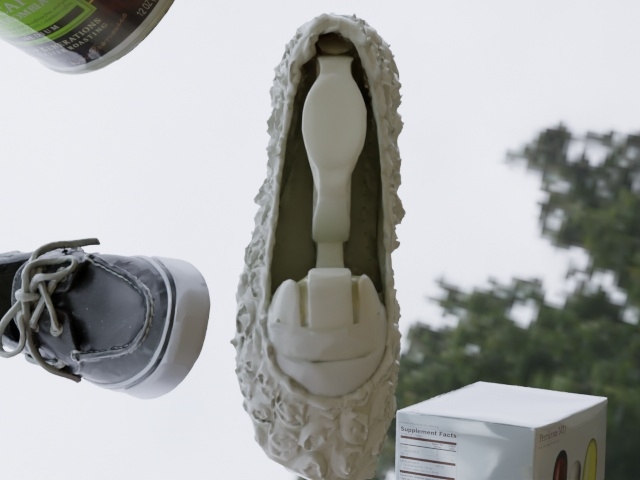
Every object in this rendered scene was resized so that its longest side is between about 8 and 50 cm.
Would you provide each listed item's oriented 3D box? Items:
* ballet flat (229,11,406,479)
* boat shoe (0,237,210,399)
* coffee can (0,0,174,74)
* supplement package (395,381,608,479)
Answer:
[{"bbox_3d":[0.000,0.000,1.528,0.147,0.147,0.409,13,-106,-48],"label":"ballet flat"},{"bbox_3d":[-0.195,0.050,1.432,0.105,0.306,0.113,15,-91,-33],"label":"boat shoe"},{"bbox_3d":[-0.254,-0.273,1.409,0.275,0.201,0.201,29,-100,-45],"label":"coffee can"},{"bbox_3d":[0.179,0.259,1.817,0.194,0.149,0.203,-10,-77,-60],"label":"supplement package"}]
